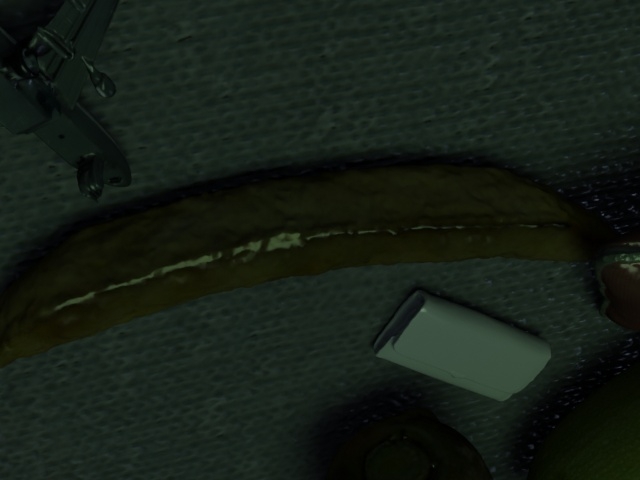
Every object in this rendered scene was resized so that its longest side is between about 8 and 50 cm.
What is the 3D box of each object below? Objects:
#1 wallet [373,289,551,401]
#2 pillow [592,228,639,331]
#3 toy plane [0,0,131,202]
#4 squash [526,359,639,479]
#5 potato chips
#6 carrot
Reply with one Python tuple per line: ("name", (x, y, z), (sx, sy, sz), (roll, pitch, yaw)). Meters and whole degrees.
("wallet", (0.100, 0.076, 0.849), (0.122, 0.025, 0.061), (22, 120, -31))
("pillow", (0.269, 0.027, 0.786), (0.179, 0.075, 0.171), (-8, 164, 13))
("toy plane", (-0.164, -0.090, 0.620), (0.226, 0.058, 0.226), (-23, 129, 17))
("squash", (0.260, 0.152, 0.889), (0.247, 0.132, 0.132), (-34, 127, 4))
("potato chips", (0.000, 0.000, 0.740), (0.407, 0.057, 0.080), (-9, 139, -14))
("carrot", (0.092, 0.253, 0.892), (0.139, 0.138, 0.301), (-26, 122, -1))
